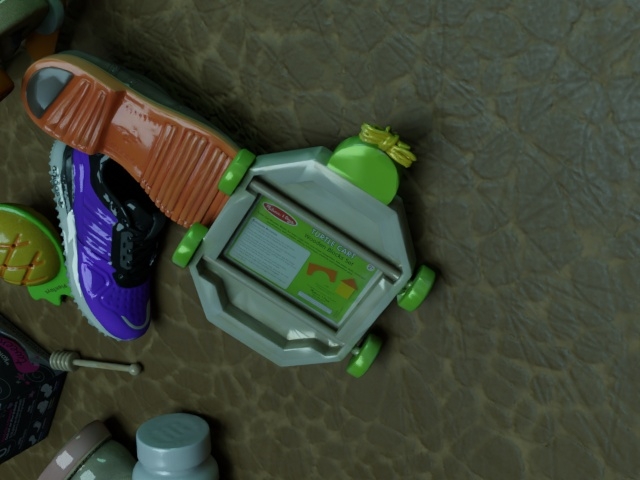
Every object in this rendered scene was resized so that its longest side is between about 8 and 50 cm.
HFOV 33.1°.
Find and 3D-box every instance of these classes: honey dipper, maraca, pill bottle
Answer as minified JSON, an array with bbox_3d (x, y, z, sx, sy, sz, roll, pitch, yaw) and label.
[{"bbox_3d":[-0.327,0.183,1.581,0.161,0.030,0.030,3,109,28],"label":"honey dipper"},{"bbox_3d":[-0.416,0.021,1.539,0.127,0.099,0.185,-18,121,33],"label":"maraca"},{"bbox_3d":[-0.200,0.362,1.503,0.121,0.121,0.221,11,113,30],"label":"pill bottle"}]

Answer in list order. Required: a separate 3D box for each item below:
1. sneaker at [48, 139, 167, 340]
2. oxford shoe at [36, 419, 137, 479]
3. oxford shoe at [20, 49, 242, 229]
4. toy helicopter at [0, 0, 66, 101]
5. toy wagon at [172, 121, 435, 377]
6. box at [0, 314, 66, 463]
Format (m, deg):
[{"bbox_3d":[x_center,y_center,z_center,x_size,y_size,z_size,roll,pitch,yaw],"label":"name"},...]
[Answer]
[{"bbox_3d":[-0.259,-0.005,1.418,0.146,0.102,0.293,-5,104,34],"label":"sneaker"},{"bbox_3d":[-0.389,0.448,1.652,0.146,0.140,0.397,39,126,7],"label":"oxford shoe"},{"bbox_3d":[-0.179,-0.126,1.321,0.364,0.132,0.130,35,117,-4],"label":"oxford shoe"},{"bbox_3d":[-0.420,-0.249,1.373,0.140,0.235,0.355,51,161,-11],"label":"toy helicopter"},{"bbox_3d":[0.000,0.000,1.233,0.267,0.068,0.344,33,120,-5],"label":"toy wagon"},{"bbox_3d":[-0.540,0.207,1.655,0.247,0.142,0.163,35,123,18],"label":"box"}]
